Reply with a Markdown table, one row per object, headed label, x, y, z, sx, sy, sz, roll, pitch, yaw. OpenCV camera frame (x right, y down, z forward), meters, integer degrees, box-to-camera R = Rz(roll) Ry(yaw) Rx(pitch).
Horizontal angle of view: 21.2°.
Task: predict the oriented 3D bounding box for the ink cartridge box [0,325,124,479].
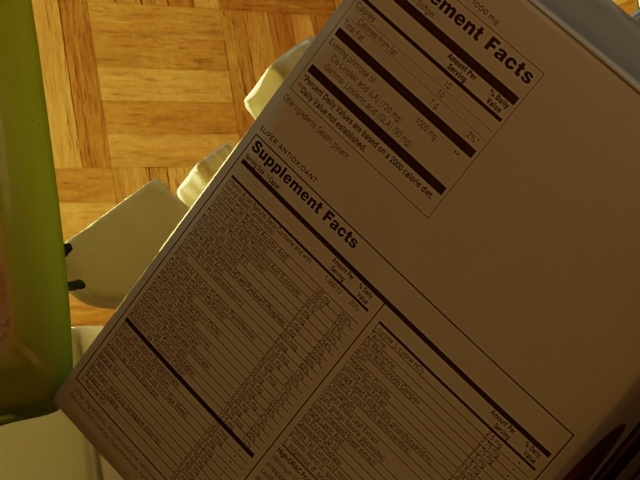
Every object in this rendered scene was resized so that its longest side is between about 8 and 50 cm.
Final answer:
| label | x | y | z | sx | sy | sz | roll | pitch | yaw |
| --- | --- | --- | --- | --- | --- | --- | --- | --- | --- |
| ink cartridge box | -0.152 | 0.143 | 1.017 | 0.171 | 0.168 | 0.232 | -11 | -6 | 19 |

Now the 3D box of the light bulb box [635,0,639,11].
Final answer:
| label | x | y | z | sx | sy | sz | roll | pitch | yaw |
| --- | --- | --- | --- | --- | --- | --- | --- | --- | --- |
| light bulb box | 0.344 | -0.022 | 1.135 | 0.225 | 0.361 | 0.358 | -11 | -7 | 10 |

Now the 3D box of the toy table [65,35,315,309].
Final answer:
| label | x | y | z | sx | sy | sz | roll | pitch | yaw |
| --- | --- | --- | --- | --- | --- | --- | --- | --- | --- |
| toy table | 0.000 | 0.000 | 0.918 | 0.274 | 0.161 | 0.252 | -38 | -1 | -32 |

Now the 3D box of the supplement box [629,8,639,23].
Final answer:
| label | x | y | z | sx | sy | sz | roll | pitch | yaw |
| --- | --- | --- | --- | --- | --- | --- | --- | --- | --- |
| supplement box | 0.192 | 0.015 | 0.733 | 0.073 | 0.239 | 0.130 | -32 | -6 | -2 |

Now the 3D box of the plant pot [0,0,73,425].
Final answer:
| label | x | y | z | sx | sy | sz | roll | pitch | yaw |
| --- | --- | --- | --- | --- | --- | --- | --- | --- | --- |
| plant pot | -0.203 | -0.028 | 0.621 | 0.227 | 0.228 | 0.207 | -7 | -1 | -16 |

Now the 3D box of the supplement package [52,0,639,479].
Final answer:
| label | x | y | z | sx | sy | sz | roll | pitch | yaw |
| --- | --- | --- | --- | --- | --- | --- | --- | --- | --- |
| supplement package | 0.060 | 0.024 | 0.593 | 0.203 | 0.149 | 0.194 | -53 | -22 | 17 |

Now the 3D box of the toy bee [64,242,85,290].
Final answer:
| label | x | y | z | sx | sy | sz | roll | pitch | yaw |
| --- | --- | --- | --- | --- | --- | --- | --- | --- | --- |
| toy bee | -0.199 | 0.149 | 0.778 | 0.298 | 0.162 | 0.195 | -34 | 4 | -4 |
